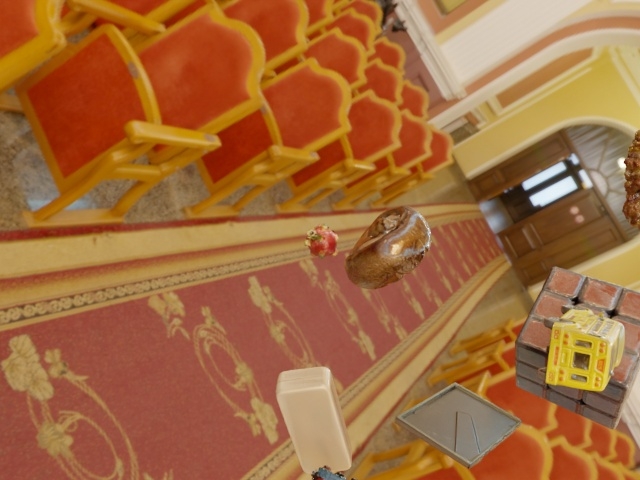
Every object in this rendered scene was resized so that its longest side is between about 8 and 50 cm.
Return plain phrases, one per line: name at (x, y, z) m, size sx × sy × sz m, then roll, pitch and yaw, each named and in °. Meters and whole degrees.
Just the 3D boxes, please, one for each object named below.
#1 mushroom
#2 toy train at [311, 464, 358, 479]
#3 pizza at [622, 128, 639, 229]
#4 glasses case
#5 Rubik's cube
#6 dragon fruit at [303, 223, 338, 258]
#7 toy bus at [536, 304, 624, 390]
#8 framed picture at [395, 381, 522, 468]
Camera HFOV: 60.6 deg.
mushroom at (0.167, 0.022, 1.387) m, size 0.153 × 0.253 × 0.253 m, roll 46°, pitch 24°, yaw -6°
toy train at (0.037, 0.612, 1.346) m, size 0.138 × 0.087 × 0.050 m, roll 21°, pitch 32°, yaw 7°
pizza at (0.649, -0.113, 1.077) m, size 0.058 × 0.127 × 0.246 m, roll 14°, pitch 83°, yaw -18°
glasses case at (-0.012, 0.481, 1.450) m, size 0.076 × 0.144 × 0.336 m, roll -87°, pitch 167°, yaw -58°
Rubik's cube at (0.769, 0.309, 1.597) m, size 0.303 × 0.305 × 0.301 m, roll -51°, pitch 141°, yaw -23°
dragon fruit at (0.001, -0.002, 1.400) m, size 0.081 × 0.086 × 0.116 m, roll 63°, pitch -1°, yaw 30°
toy bus at (0.607, 0.241, 1.262) m, size 0.330 × 0.152 × 0.144 m, roll -2°, pitch 98°, yaw -57°
framed picture at (0.323, 0.415, 1.259) m, size 0.192 × 0.018 × 0.265 m, roll 24°, pitch 21°, yaw 39°
